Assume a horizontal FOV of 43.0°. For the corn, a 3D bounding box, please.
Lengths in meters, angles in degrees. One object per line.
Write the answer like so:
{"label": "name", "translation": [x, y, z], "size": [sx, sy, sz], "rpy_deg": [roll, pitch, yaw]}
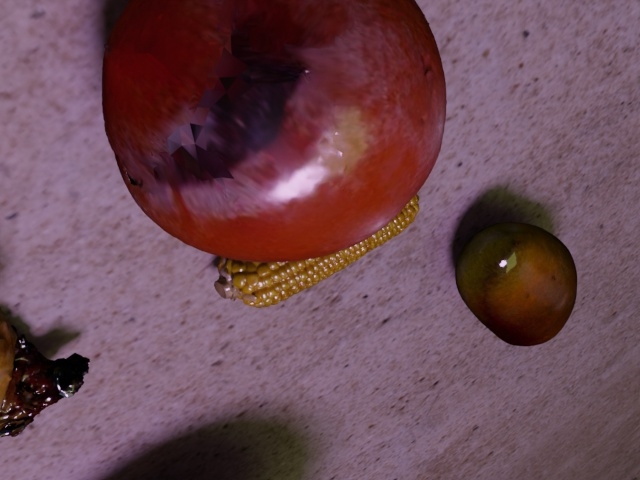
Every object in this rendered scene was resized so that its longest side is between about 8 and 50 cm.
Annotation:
{"label": "corn", "translation": [0.000, 0.000, 0.730], "size": [0.207, 0.068, 0.068], "rpy_deg": [-26, 141, -19]}

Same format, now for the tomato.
{"label": "tomato", "translation": [-0.031, -0.086, 0.497], "size": [0.184, 0.208, 0.208], "rpy_deg": [-20, 142, -56]}

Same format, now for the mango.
{"label": "mango", "translation": [0.232, 0.045, 0.949], "size": [0.133, 0.111, 0.267], "rpy_deg": [-31, 146, 11]}

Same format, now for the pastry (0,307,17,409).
{"label": "pastry", "translation": [-0.272, 0.082, 0.517], "size": [0.153, 0.081, 0.153], "rpy_deg": [-4, 102, -21]}

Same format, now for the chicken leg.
{"label": "chicken leg", "translation": [-0.285, 0.128, 0.601], "size": [0.234, 0.063, 0.105], "rpy_deg": [-24, 134, -21]}
